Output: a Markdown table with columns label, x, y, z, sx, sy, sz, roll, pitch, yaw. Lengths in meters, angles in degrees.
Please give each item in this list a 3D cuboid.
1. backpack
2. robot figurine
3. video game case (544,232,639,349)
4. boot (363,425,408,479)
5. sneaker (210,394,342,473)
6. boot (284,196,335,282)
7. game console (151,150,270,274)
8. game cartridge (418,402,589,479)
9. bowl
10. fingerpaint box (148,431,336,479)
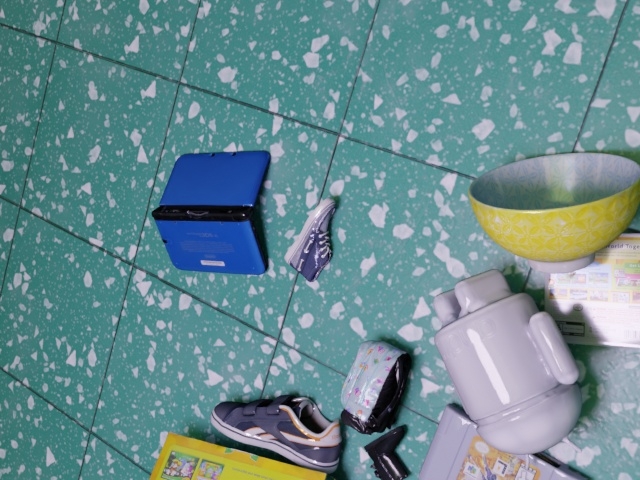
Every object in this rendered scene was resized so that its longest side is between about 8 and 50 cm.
| label | x | y | z | sx | sy | sz | roll | pitch | yaw |
| --- | --- | --- | --- | --- | --- | --- | --- | --- | --- |
| backpack | 0.114 | 0.300 | 1.502 | 0.115 | 0.152 | 0.182 | 21 | 89 | 20 |
| robot figurine | 0.341 | 0.235 | 1.329 | 0.354 | 0.199 | 0.300 | 65 | 149 | 14 |
| video game case | 0.523 | 0.089 | 1.320 | 0.226 | 0.026 | 0.207 | 1 | 91 | 32 |
| boot | 0.153 | 0.458 | 1.534 | 0.121 | 0.045 | 0.099 | -42 | 68 | 32 |
| sneaker | -0.095 | 0.403 | 1.639 | 0.321 | 0.126 | 0.128 | 16 | 103 | 19 |
| boot | 0.000 | 0.000 | 1.617 | 0.086 | 0.069 | 0.190 | 41 | 118 | 17 |
| game console | -0.245 | -0.067 | 1.780 | 0.293 | 0.173 | 0.250 | 2 | 123 | 32 |
| game cartridge | 0.343 | 0.475 | 1.416 | 0.297 | 0.062 | 0.198 | 25 | 99 | 28 |
| bowl | 0.413 | -0.036 | 1.266 | 0.289 | 0.289 | 0.156 | -1 | 114 | 31 |
| fingerpaint box | -0.199 | 0.662 | 1.592 | 0.444 | 0.163 | 0.371 | 3 | 60 | 31 |
